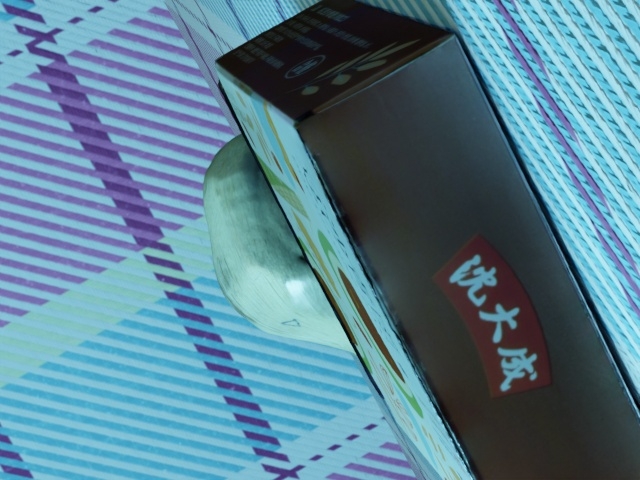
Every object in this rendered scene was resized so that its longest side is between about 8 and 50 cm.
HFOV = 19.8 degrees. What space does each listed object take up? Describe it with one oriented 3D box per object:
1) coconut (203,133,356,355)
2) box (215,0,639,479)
[{"bbox_3d":[0.000,0.000,1.612,0.224,0.224,0.224,60,176,8],"label":"coconut"},{"bbox_3d":[0.072,0.013,1.324,0.344,0.122,0.385,63,175,-15],"label":"box"}]
